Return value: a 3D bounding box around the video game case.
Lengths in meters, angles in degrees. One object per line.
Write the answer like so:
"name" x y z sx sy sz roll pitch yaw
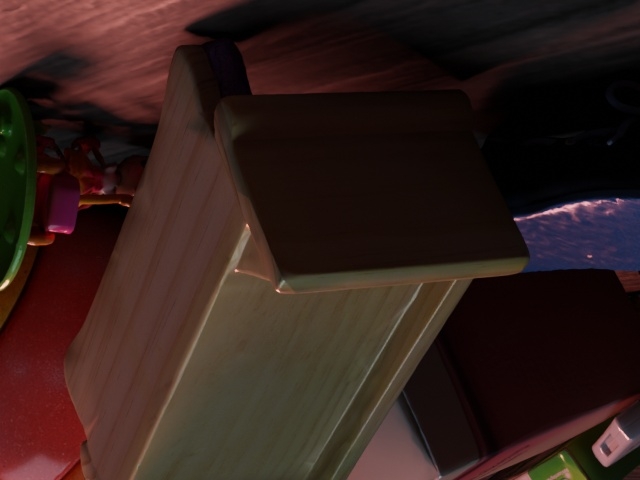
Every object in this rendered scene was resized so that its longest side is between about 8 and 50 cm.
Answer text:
"video game case" 0.301 0.095 1.257 0.212 0.023 0.193 -33 167 -4

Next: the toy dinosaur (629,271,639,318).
"toy dinosaur" 0.281 0.043 1.247 0.112 0.064 0.211 8 168 -5

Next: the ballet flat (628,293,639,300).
"ballet flat" 0.245 0.088 1.466 0.073 0.067 0.206 12 168 -19

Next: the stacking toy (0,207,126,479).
"stacking toy" -0.259 0.058 1.335 0.480 0.351 0.350 37 156 -23

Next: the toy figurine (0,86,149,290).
"toy figurine" -0.145 -0.033 1.121 0.159 0.130 0.173 4 -167 -28

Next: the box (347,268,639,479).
"box" 0.102 0.100 1.195 0.232 0.127 0.148 -17 164 -37

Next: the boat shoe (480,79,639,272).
"boat shoe" 0.154 -0.039 0.912 0.109 0.089 0.258 35 159 -36

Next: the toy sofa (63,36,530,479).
"toy sofa" -0.033 0.050 1.012 0.150 0.177 0.362 -3 143 -26

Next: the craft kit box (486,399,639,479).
"craft kit box" 0.227 0.196 1.513 0.250 0.061 0.246 -29 168 -42
